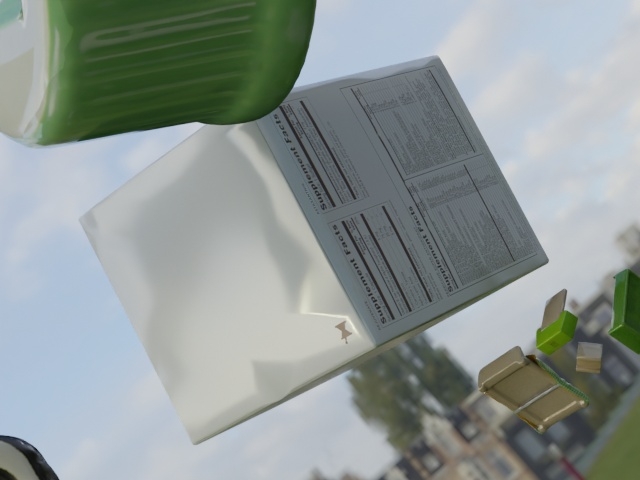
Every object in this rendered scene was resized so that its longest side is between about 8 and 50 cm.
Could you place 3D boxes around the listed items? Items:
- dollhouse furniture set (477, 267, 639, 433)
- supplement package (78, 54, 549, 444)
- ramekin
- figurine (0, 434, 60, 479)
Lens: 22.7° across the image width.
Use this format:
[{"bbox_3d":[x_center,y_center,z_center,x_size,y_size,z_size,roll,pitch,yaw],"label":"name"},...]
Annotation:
[{"bbox_3d":[0.195,0.083,1.245,0.152,0.076,0.058,-41,23,43],"label":"dollhouse furniture set"},{"bbox_3d":[0.000,0.000,1.235,0.199,0.198,0.263,-32,-7,37],"label":"supplement package"},{"bbox_3d":[-0.139,-0.198,0.921,0.148,0.303,0.303,-18,-23,-25],"label":"ramekin"},{"bbox_3d":[-0.173,0.161,0.610,0.215,0.092,0.209,-33,-8,-7],"label":"figurine"}]
